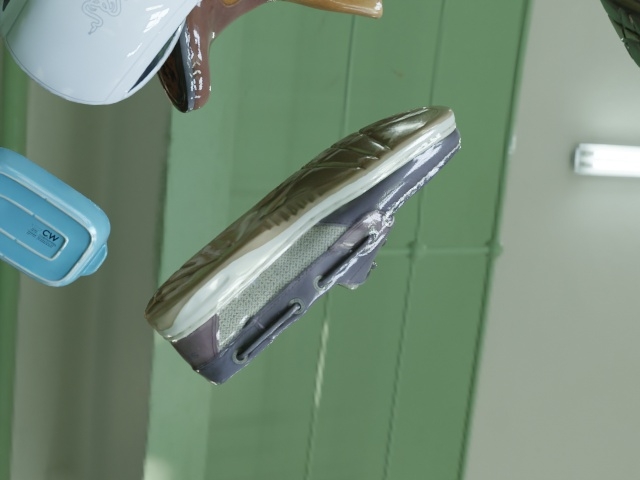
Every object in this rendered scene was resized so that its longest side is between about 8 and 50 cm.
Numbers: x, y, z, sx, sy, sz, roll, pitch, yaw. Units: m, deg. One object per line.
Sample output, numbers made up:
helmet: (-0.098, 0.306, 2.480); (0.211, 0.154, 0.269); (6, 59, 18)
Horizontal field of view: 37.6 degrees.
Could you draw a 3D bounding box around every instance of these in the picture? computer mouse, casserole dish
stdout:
computer mouse: (-0.054, -0.139, 0.368); (0.042, 0.106, 0.193); (-6, -124, 62)
casserole dish: (-0.323, -0.020, 1.038); (0.114, 0.188, 0.037); (-50, -161, 13)

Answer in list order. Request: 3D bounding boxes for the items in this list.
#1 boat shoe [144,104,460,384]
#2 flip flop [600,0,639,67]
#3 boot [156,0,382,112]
boat shoe: (0.000, 0.000, 0.730); (0.092, 0.285, 0.103); (57, -15, -19)
flip flop: (0.325, -0.155, 0.775); (0.112, 0.080, 0.277); (55, 8, -35)
boot: (-0.059, -0.278, 1.107); (0.096, 0.281, 0.264); (-23, -108, 60)
